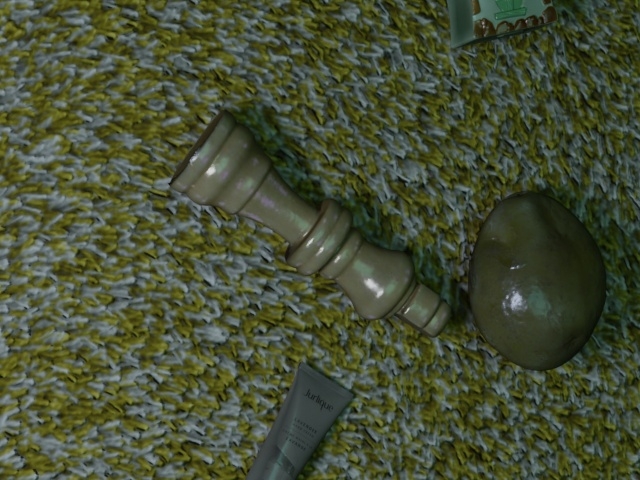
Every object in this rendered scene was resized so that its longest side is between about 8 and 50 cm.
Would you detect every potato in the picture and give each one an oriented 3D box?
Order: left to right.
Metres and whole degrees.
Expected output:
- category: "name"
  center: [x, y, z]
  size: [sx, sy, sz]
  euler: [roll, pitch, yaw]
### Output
- category: "potato"
  center: [0.278, 0.050, 1.465]
  size: [0.178, 0.160, 0.235]
  euler: [1, 75, -49]

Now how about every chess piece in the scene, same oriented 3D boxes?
- category: "chess piece"
  center: [0.000, 0.000, 1.428]
  size: [0.397, 0.117, 0.117]
  euler: [37, 84, -12]

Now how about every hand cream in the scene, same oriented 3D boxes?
- category: "hand cream"
  center: [-0.036, 0.257, 1.459]
  size: [0.087, 0.054, 0.186]
  euler: [33, 78, -14]

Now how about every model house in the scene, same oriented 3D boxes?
- category: "model house"
  center: [0.222, -0.335, 1.468]
  size: [0.127, 0.100, 0.149]
  euler: [-14, 93, -12]
